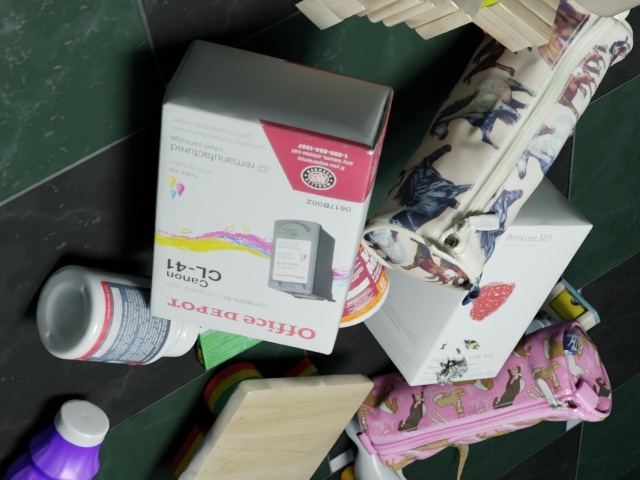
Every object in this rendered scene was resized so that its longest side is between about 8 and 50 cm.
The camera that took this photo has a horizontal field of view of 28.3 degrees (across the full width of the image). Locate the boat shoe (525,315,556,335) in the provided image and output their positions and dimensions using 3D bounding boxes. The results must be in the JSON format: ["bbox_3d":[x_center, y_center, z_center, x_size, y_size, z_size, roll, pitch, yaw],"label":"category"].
[{"bbox_3d":[0.403,0.202,2.285,0.083,0.065,0.183,-16,139,-29],"label":"boat shoe"}]

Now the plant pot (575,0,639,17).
[{"bbox_3d":[0.362,-0.399,1.365,0.280,0.323,0.323,-40,151,31],"label":"plant pot"}]

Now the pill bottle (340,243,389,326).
[{"bbox_3d":[0.000,0.000,1.582,0.121,0.121,0.221,-35,135,-8],"label":"pill bottle"}]

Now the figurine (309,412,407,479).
[{"bbox_3d":[0.034,0.379,2.074,0.215,0.092,0.209,-25,112,-23],"label":"figurine"}]

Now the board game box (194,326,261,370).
[{"bbox_3d":[-0.056,0.072,1.717,0.260,0.030,0.136,-27,147,-19],"label":"board game box"}]

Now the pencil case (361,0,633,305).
[{"bbox_3d":[0.219,-0.128,1.532,0.160,0.183,0.410,39,77,-24],"label":"pencil case"}]

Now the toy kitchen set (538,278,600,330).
[{"bbox_3d":[0.356,0.035,1.951,0.122,0.166,0.207,-41,147,1],"label":"toy kitchen set"}]

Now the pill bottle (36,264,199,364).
[{"bbox_3d":[-0.232,0.091,1.492,0.180,0.108,0.108,13,121,-50],"label":"pill bottle"}]

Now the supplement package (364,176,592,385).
[{"bbox_3d":[0.208,0.038,1.792,0.177,0.175,0.293,-1,130,-38],"label":"supplement package"}]

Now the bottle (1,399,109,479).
[{"bbox_3d":[-0.361,0.329,1.658,0.118,0.092,0.283,0,130,-45],"label":"bottle"}]

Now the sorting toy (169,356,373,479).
[{"bbox_3d":[-0.091,0.277,1.866,0.257,0.089,0.255,3,127,-46],"label":"sorting toy"}]

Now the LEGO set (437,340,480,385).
[{"bbox_3d":[0.192,0.175,1.760,0.054,0.023,0.083,-6,135,-33],"label":"LEGO set"}]

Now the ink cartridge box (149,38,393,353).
[{"bbox_3d":[-0.061,-0.040,1.384,0.226,0.131,0.306,12,131,3],"label":"ink cartridge box"}]

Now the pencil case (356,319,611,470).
[{"bbox_3d":[0.246,0.243,1.960,0.386,0.160,0.167,-19,157,27],"label":"pencil case"}]

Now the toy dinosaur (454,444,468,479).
[{"bbox_3d":[0.255,0.364,2.350,0.112,0.064,0.211,-28,140,15],"label":"toy dinosaur"}]

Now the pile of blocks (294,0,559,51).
[{"bbox_3d":[0.107,-0.294,1.403,0.362,0.149,0.113,3,172,-35],"label":"pile of blocks"}]

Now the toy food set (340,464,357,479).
[{"bbox_3d":[-0.008,0.487,2.178,0.232,0.104,0.111,-19,141,-29],"label":"toy food set"}]
